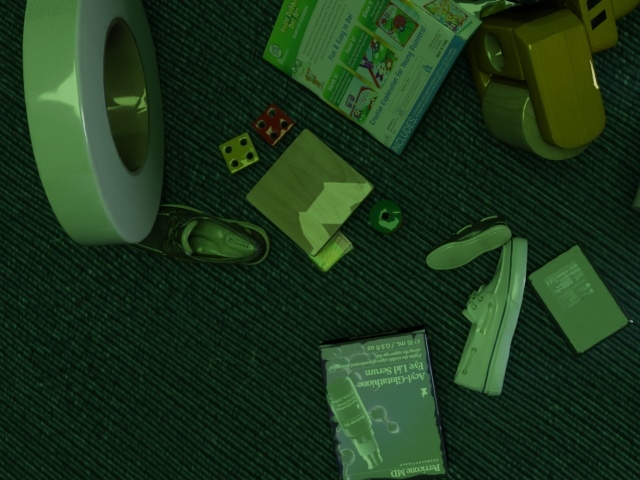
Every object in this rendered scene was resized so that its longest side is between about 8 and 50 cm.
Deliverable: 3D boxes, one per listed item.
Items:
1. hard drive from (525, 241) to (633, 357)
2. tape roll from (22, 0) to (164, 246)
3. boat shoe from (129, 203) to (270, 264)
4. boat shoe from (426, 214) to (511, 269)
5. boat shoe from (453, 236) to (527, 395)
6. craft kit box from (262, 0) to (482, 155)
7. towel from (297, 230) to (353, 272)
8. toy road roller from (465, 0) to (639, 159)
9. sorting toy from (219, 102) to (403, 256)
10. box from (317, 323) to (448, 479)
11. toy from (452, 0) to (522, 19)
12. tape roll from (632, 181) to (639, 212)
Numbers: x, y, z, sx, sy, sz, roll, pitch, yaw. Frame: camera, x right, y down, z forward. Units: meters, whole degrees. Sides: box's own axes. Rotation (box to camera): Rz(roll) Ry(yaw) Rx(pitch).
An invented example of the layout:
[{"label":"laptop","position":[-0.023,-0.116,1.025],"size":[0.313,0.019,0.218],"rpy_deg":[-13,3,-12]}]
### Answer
[{"label":"hard drive","position":[0.361,0.084,1.594],"size":[0.094,0.022,0.135],"rpy_deg":[-33,86,5]},{"label":"tape roll","position":[-0.286,-0.185,1.491],"size":[0.072,0.392,0.391],"rpy_deg":[-4,89,7]},{"label":"boat shoe","position":[-0.185,-0.008,1.632],"size":[0.224,0.073,0.080],"rpy_deg":[10,91,6]},{"label":"boat shoe","position":[0.206,0.001,1.605],"size":[0.125,0.038,0.046],"rpy_deg":[-26,128,11]},{"label":"boat shoe","position":[0.234,0.103,1.577],"size":[0.076,0.083,0.226],"rpy_deg":[11,92,6]},{"label":"craft kit box","position":[0.061,-0.269,1.533],"size":[0.247,0.250,0.061],"rpy_deg":[35,53,4]},{"label":"towel","position":[0.000,0.000,1.643],"size":[0.083,0.009,0.060],"rpy_deg":[45,95,6]},{"label":"toy road roller","position":[0.321,-0.291,1.488],"size":[0.241,0.202,0.329],"rpy_deg":[-20,108,-11]},{"label":"sorting toy","position":[-0.019,-0.071,1.620],"size":[0.274,0.046,0.132],"rpy_deg":[41,91,13]},{"label":"box","position":[0.090,0.231,1.581],"size":[0.153,0.108,0.207],"rpy_deg":[-11,88,6]},{"label":"toy","position":[0.282,-0.391,1.589],"size":[0.137,0.056,0.237],"rpy_deg":[26,98,-2]},{"label":"tape roll","position":[0.545,-0.087,1.463],"size":[0.246,0.246,0.169],"rpy_deg":[17,92,6]}]
